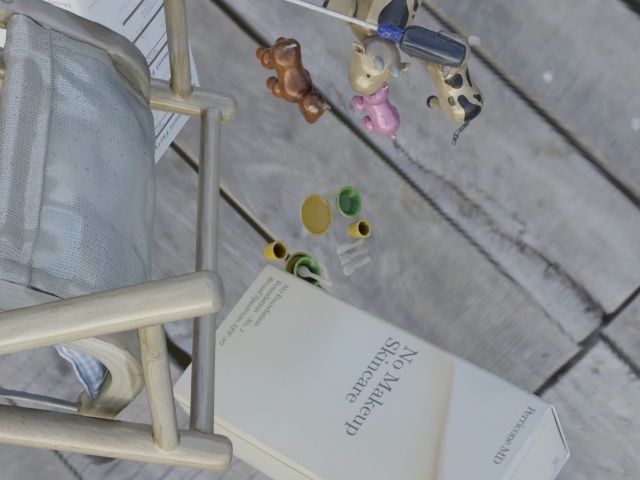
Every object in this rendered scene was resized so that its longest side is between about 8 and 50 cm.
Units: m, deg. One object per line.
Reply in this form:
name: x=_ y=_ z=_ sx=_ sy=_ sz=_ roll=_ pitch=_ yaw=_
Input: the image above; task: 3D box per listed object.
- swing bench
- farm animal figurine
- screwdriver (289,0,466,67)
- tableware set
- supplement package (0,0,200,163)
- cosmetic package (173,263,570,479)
swing bench: x=-0.172 y=-0.028 z=0.660 sx=0.255 sy=0.165 sz=0.253 roll=0 pitch=54 yaw=-2
farm animal figurine: x=0.096 y=-0.280 z=1.757 sx=0.330 sy=0.172 sz=0.326 roll=-2 pitch=111 yaw=-26
screwdriver: x=0.030 y=-0.164 z=0.989 sx=0.170 sy=0.024 sz=0.025 roll=15 pitch=53 yaw=-3
tableware set: x=0.000 y=0.000 z=1.453 sx=0.154 sy=0.024 sz=0.104 roll=-23 pitch=98 yaw=-39
supplement package: x=-0.209 y=-0.184 z=1.114 sx=0.139 sy=0.244 sz=0.134 roll=13 pitch=50 yaw=22
cosmetic package: x=0.041 y=0.161 z=1.138 sx=0.309 sy=0.113 sz=0.160 roll=24 pitch=68 yaw=32
